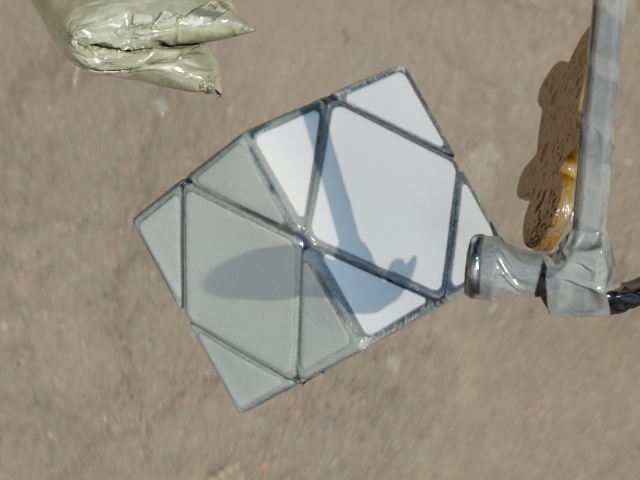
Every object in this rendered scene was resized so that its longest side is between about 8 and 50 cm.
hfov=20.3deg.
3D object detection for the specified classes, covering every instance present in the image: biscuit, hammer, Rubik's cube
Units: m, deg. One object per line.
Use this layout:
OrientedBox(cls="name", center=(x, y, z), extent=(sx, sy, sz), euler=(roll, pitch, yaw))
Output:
OrientedBox(cls="biscuit", center=(0.209, -0.078, 1.524), extent=(0.031, 0.138, 0.205), euler=(21, 59, -11))
OrientedBox(cls="hammer", center=(0.174, -0.153, 1.127), extent=(0.152, 0.044, 0.427), euler=(5, 107, 13))
OrientedBox(cls="Rubik's cube", center=(0.000, 0.000, 1.549), extent=(0.205, 0.205, 0.207), euler=(-25, 86, -40))

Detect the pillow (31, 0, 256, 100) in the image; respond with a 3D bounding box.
OrientedBox(cls="pillow", center=(-0.142, -0.171, 1.311), extent=(0.134, 0.181, 0.078), euler=(2, 115, -25))
